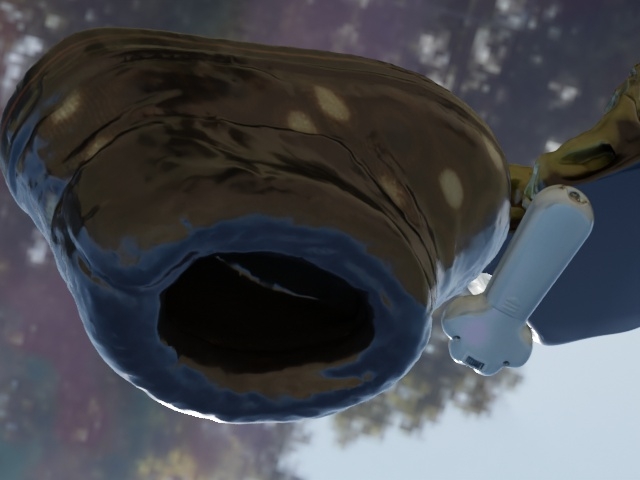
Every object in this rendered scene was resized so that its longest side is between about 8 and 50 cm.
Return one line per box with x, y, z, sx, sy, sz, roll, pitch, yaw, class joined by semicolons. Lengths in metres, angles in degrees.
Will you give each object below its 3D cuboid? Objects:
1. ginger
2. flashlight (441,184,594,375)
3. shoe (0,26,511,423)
0.278;-0.064;1.790;0.358;0.413;0.211;27;-141;-48;ginger
0.189;0.035;1.589;0.093;0.200;0.047;27;-163;-9;flashlight
0.000;0.000;1.057;0.384;0.171;0.237;11;-145;-39;shoe
